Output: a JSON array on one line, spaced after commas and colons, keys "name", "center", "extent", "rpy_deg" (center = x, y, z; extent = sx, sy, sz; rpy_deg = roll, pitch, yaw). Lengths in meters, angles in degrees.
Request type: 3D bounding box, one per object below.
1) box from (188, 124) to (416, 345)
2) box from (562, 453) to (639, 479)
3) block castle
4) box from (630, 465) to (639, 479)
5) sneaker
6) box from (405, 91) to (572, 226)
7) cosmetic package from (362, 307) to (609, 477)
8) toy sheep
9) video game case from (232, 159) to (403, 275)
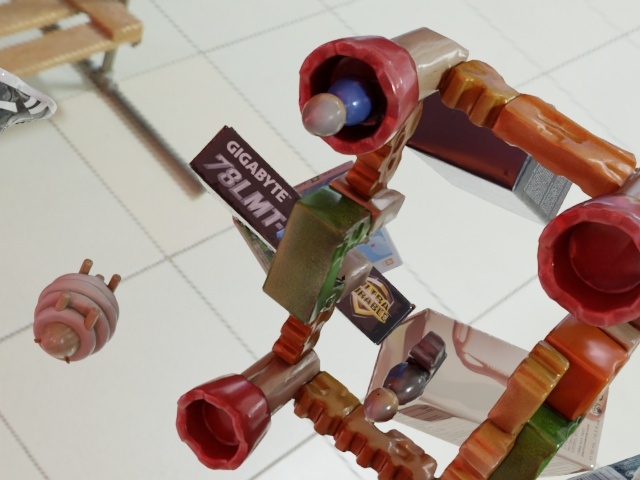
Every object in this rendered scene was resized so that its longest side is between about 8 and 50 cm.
[{"name": "box", "center": [-0.025, 0.001, 1.240], "extent": [0.295, 0.293, 0.073], "rpy_deg": [44, 88, 1]}, {"name": "box", "center": [0.466, 0.471, 1.457], "extent": [0.165, 0.143, 0.270], "rpy_deg": [-15, 101, -8]}, {"name": "block castle", "center": [0.067, 0.084, 0.824], "extent": [0.303, 0.453, 0.213], "rpy_deg": [36, 37, 17]}, {"name": "box", "center": [0.361, 0.302, 0.917], "extent": [0.191, 0.143, 0.381], "rpy_deg": [20, 10, 24]}, {"name": "sneaker", "center": [-0.486, -0.191, 1.531], "extent": [0.079, 0.217, 0.121], "rpy_deg": [28, 88, 10]}, {"name": "box", "center": [0.214, -0.110, 1.214], "extent": [0.153, 0.108, 0.207], "rpy_deg": [27, 1, 28]}, {"name": "cosmetic package", "center": [0.230, 0.218, 1.402], "extent": [0.296, 0.153, 0.129], "rpy_deg": [24, 67, -15]}, {"name": "toy sheep", "center": [-0.240, 0.071, 1.002], "extent": [0.091, 0.091, 0.132], "rpy_deg": [28, 32, -1]}, {"name": "video game case", "center": [0.000, 0.000, 1.491], "extent": [0.193, 0.212, 0.023], "rpy_deg": [-24, 39, 6]}]
